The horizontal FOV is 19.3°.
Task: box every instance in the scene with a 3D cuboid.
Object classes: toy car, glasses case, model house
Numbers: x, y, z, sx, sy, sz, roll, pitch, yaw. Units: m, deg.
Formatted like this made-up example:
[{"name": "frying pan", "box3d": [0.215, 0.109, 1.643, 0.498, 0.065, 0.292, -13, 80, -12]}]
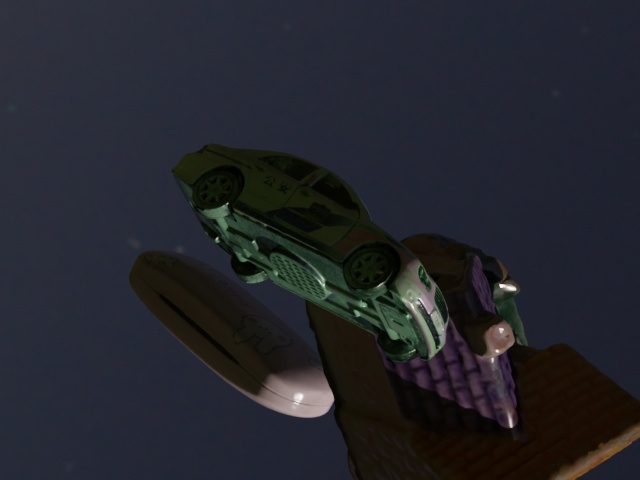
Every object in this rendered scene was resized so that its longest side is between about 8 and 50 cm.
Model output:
[{"name": "toy car", "box3d": [0.000, 0.000, 1.244, 0.224, 0.090, 0.076, 27, -113, 34]}, {"name": "glasses case", "box3d": [-0.098, 0.100, 2.077, 0.297, 0.113, 0.075, 37, -72, 35]}, {"name": "model house", "box3d": [0.144, 0.123, 1.612, 0.202, 0.237, 0.237, -22, -165, -24]}]
